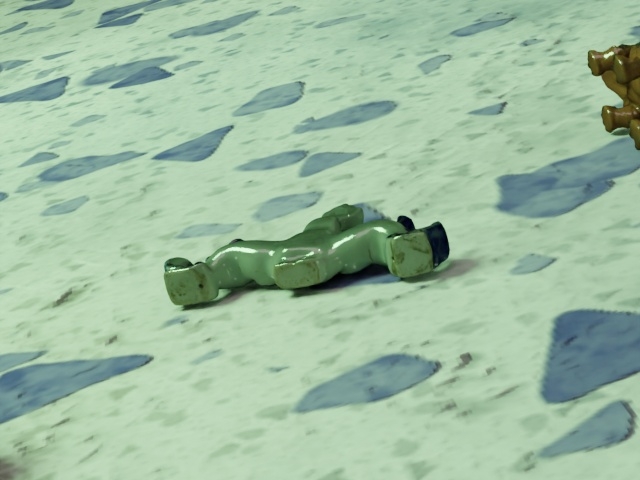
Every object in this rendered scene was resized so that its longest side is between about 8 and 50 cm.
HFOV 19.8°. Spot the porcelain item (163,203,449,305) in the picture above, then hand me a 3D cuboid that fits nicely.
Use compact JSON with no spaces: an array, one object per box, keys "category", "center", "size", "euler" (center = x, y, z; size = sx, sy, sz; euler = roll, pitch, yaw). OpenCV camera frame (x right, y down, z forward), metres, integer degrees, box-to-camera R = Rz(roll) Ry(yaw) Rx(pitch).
[{"category":"porcelain item","center":[0.000,0.000,0.833],"size":[0.136,0.021,0.075],"euler":[-8,20,24]}]

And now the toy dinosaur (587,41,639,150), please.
[{"category":"toy dinosaur","center":[0.165,-0.073,0.871],"size":[0.055,0.049,0.154],"euler":[-15,13,-9]}]
